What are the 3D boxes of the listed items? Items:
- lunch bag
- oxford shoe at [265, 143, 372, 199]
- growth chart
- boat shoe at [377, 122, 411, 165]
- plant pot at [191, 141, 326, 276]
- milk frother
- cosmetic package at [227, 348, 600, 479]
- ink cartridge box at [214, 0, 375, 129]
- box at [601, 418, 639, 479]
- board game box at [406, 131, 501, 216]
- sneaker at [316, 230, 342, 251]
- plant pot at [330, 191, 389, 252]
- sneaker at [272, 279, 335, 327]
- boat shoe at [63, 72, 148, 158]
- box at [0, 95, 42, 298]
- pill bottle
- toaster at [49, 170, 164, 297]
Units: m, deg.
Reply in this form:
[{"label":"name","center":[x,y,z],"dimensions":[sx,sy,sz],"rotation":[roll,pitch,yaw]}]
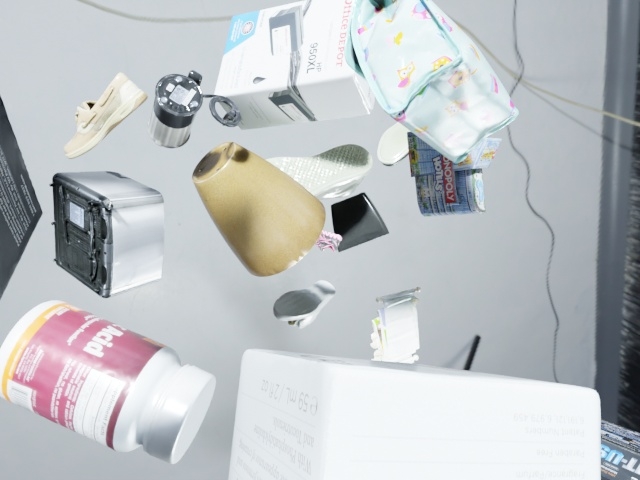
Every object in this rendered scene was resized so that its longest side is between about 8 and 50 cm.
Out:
[{"label":"lunch bag","center":[0.161,-0.284,0.823],"dimensions":[0.160,0.262,0.223],"rotation":[-40,146,25]},{"label":"oxford shoe","center":[-0.048,-0.168,1.495],"dimensions":[0.449,0.169,0.130],"rotation":[-18,153,-26]},{"label":"growth chart","center":[0.212,0.256,1.437],"dimensions":[0.171,0.021,0.238],"rotation":[-5,98,-25]},{"label":"boat shoe","center":[0.300,-0.364,1.781],"dimensions":[0.340,0.127,0.113],"rotation":[-65,154,-28]},{"label":"plant pot","center":[-0.152,-0.088,1.127],"dimensions":[0.237,0.237,0.254],"rotation":[-41,126,-1]},{"label":"milk frother","center":[-0.240,-0.231,0.968],"dimensions":[0.143,0.134,0.129],"rotation":[46,62,-5]},{"label":"cosmetic package","center":[0.078,0.344,0.595],"dimensions":[0.327,0.329,0.394],"rotation":[10,77,-21]},{"label":"ink cartridge box","center":[-0.055,-0.477,1.368],"dimensions":[0.394,0.166,0.286],"rotation":[-2,67,22]},{"label":"box","center":[0.596,0.418,1.010],"dimensions":[0.293,0.295,0.074],"rotation":[21,85,-49]},{"label":"board game box","center":[0.283,-0.149,1.074],"dimensions":[0.060,0.194,0.194],"rotation":[-10,95,-40]},{"label":"sneaker","center":[0.000,0.000,1.453],"dimensions":[0.119,0.047,0.057],"rotation":[16,79,-6]},{"label":"plant pot","center":[0.129,-0.076,1.824],"dimensions":[0.188,0.187,0.167],"rotation":[-20,94,8]},{"label":"sneaker","center":[-0.076,0.247,1.726],"dimensions":[0.292,0.108,0.169],"rotation":[-15,145,-52]},{"label":"boat shoe","center":[-0.665,-0.369,1.523],"dimensions":[0.341,0.122,0.110],"rotation":[-32,117,21]},{"label":"box","center":[-0.297,0.008,0.226],"dimensions":[0.261,0.184,0.103],"rotation":[-6,123,-8]},{"label":"pill bottle","center":[-0.437,0.296,1.068],"dimensions":[0.392,0.224,0.224],"rotation":[22,100,5]},{"label":"toaster","center":[-0.338,-0.014,0.814],"dimensions":[0.110,0.185,0.168],"rotation":[-17,122,-49]}]
